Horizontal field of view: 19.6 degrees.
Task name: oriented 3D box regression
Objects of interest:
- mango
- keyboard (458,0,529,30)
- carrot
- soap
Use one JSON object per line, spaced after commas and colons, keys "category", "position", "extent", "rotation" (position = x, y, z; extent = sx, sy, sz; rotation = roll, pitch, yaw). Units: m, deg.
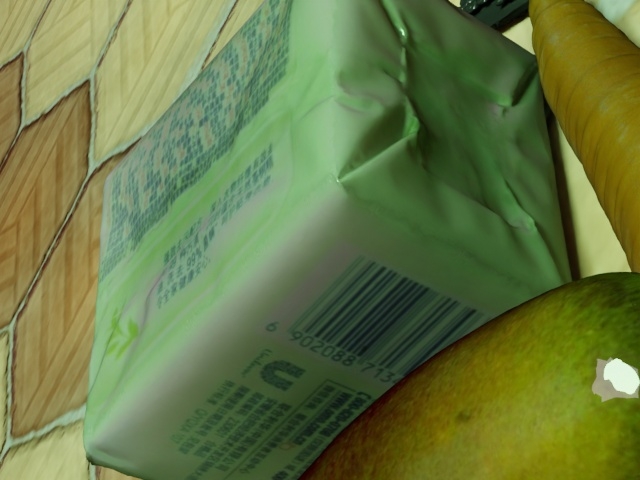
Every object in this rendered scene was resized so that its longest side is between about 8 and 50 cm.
{"category": "mango", "position": [0.060, 0.101, 0.639], "extent": [0.267, 0.111, 0.133], "rotation": [-44, 25, 49]}
{"category": "keyboard", "position": [0.127, -0.156, 0.873], "extent": [0.196, 0.015, 0.074], "rotation": [-30, 41, 50]}
{"category": "carrot", "position": [0.122, -0.042, 0.719], "extent": [0.069, 0.069, 0.336], "rotation": [-56, 23, 17]}
{"category": "soap", "position": [0.000, 0.000, 0.823], "extent": [0.199, 0.138, 0.182], "rotation": [-45, 32, 34]}
